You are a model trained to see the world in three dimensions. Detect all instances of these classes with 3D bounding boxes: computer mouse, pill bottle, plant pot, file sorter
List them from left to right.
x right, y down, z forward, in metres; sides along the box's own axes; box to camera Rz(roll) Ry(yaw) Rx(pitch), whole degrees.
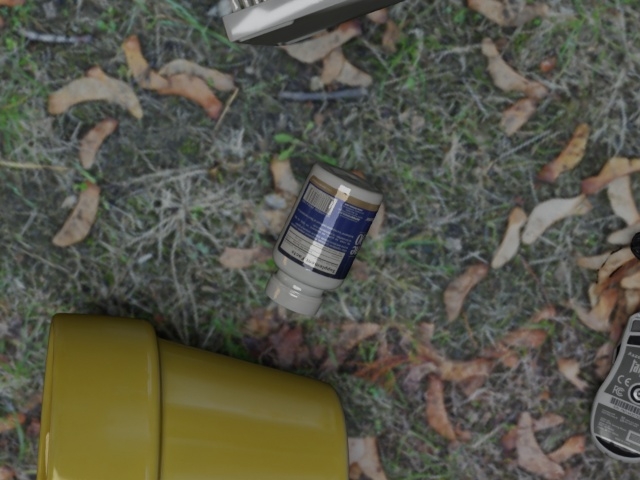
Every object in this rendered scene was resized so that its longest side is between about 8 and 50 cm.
[{"bbox_3d":[-0.109,0.192,1.125,0.239,0.254,0.254,4,102,-12],"label":"plant pot"},{"bbox_3d":[0.000,0.000,1.158,0.067,0.067,0.120,25,102,-2],"label":"pill bottle"},{"bbox_3d":[0.016,-0.255,1.005,0.193,0.277,0.173,-18,95,7],"label":"file sorter"},{"bbox_3d":[0.284,0.096,1.169,0.106,0.042,0.193,24,104,16],"label":"computer mouse"}]
